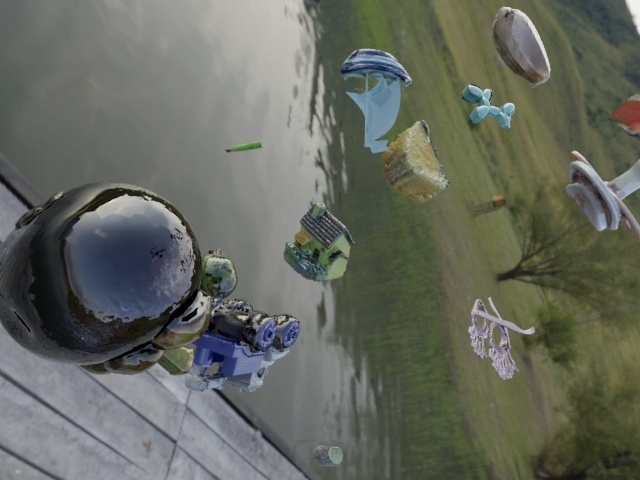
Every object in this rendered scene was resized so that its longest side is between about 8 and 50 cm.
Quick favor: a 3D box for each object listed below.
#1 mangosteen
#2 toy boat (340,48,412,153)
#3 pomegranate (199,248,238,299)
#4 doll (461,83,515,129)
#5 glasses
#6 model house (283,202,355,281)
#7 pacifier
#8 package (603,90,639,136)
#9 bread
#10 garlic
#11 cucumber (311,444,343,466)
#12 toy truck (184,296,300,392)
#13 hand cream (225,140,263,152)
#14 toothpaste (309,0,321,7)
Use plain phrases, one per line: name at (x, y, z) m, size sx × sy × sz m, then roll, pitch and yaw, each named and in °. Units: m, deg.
mangosteen at (-0.273, 0.070, 0.729) m, size 0.302 × 0.275 × 0.275 m, roll 57°, pitch 24°, yaw -19°
toy boat at (0.161, -0.393, 1.529) m, size 0.067 × 0.221 × 0.290 m, roll 160°, pitch -71°, yaw -71°
pomegranate at (-0.258, 0.076, 1.306) m, size 0.161 × 0.122 × 0.122 m, roll -87°, pitch 153°, yaw -49°
doll at (0.524, -0.406, 1.657) m, size 0.059 × 0.159 × 0.159 m, roll 119°, pitch -41°, yaw -57°
glasses at (0.463, 0.257, 1.380) m, size 0.255 × 0.095 × 0.162 m, roll 40°, pitch 55°, yaw -29°
model house at (0.000, 0.000, 1.770) m, size 0.170 × 0.211 × 0.194 m, roll -6°, pitch 33°, yaw -34°
pacifier at (0.857, -0.146, 1.580) m, size 0.220 × 0.273 × 0.332 m, roll 93°, pitch -24°, yaw -57°
package at (0.398, -0.176, 0.510) m, size 0.030 × 0.239 × 0.154 m, roll 60°, pitch 23°, yaw -6°
bread at (0.304, -0.252, 1.843) m, size 0.204 × 0.163 × 0.261 m, roll -39°, pitch -110°, yaw 63°
garlic at (0.420, -0.429, 1.140) m, size 0.198 × 0.091 × 0.128 m, roll 49°, pitch 23°, yaw -35°
cucumber at (0.023, 0.678, 1.690) m, size 0.064 × 0.112 × 0.064 m, roll 10°, pitch 71°, yaw -30°
toy truck at (-0.155, 0.211, 1.047) m, size 0.213 × 0.161 × 0.176 m, roll 19°, pitch 84°, yaw -63°
hand cream at (-0.248, -0.302, 1.750) m, size 0.036 × 0.122 × 0.023 m, roll -39°, pitch 119°, yaw -80°
toothpaste at (0.015, -0.664, 1.413) m, size 0.045 × 0.170 × 0.028 m, roll 30°, pitch 72°, yaw -28°
